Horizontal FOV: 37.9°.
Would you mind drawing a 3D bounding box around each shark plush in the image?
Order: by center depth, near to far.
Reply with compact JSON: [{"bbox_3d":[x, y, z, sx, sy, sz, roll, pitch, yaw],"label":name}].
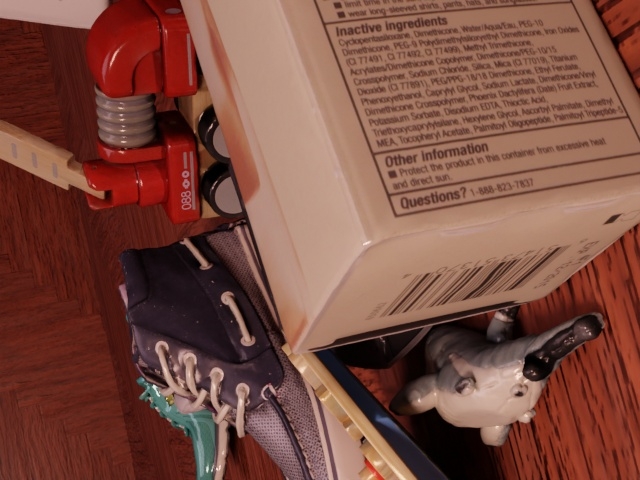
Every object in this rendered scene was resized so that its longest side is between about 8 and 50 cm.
[{"bbox_3d":[0.089,0.061,0.505,0.161,0.073,0.067,113,173,-66],"label":"shark plush"}]

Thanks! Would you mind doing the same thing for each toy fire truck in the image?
[{"bbox_3d":[-0.198,-0.125,0.899,0.158,0.246,0.217,-128,33,-51],"label":"toy fire truck"}]

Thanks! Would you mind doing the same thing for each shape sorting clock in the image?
[{"bbox_3d":[0.041,0.135,0.575,0.206,0.040,0.206,46,176,4],"label":"shape sorting clock"}]

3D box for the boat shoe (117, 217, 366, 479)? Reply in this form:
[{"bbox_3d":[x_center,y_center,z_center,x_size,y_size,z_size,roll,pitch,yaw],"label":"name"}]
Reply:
[{"bbox_3d":[-0.082,0.131,0.849,0.127,0.158,0.340,101,151,-46],"label":"boat shoe"}]

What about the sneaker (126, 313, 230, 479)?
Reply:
[{"bbox_3d":[-0.188,0.202,1.250,0.107,0.110,0.275,120,135,-61],"label":"sneaker"}]

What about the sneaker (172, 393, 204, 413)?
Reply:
[{"bbox_3d":[-0.137,0.112,1.068,0.268,0.101,0.153,151,104,-72],"label":"sneaker"}]

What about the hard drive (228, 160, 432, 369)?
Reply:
[{"bbox_3d":[0.000,0.000,0.675,0.255,0.054,0.172,175,77,-73],"label":"hard drive"}]

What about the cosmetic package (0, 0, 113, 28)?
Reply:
[{"bbox_3d":[-0.353,-0.475,0.924,0.393,0.327,0.329,116,156,-59],"label":"cosmetic package"}]

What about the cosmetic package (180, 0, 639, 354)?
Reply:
[{"bbox_3d":[0.022,-0.113,0.451,0.129,0.153,0.296,121,136,-60],"label":"cosmetic package"}]
